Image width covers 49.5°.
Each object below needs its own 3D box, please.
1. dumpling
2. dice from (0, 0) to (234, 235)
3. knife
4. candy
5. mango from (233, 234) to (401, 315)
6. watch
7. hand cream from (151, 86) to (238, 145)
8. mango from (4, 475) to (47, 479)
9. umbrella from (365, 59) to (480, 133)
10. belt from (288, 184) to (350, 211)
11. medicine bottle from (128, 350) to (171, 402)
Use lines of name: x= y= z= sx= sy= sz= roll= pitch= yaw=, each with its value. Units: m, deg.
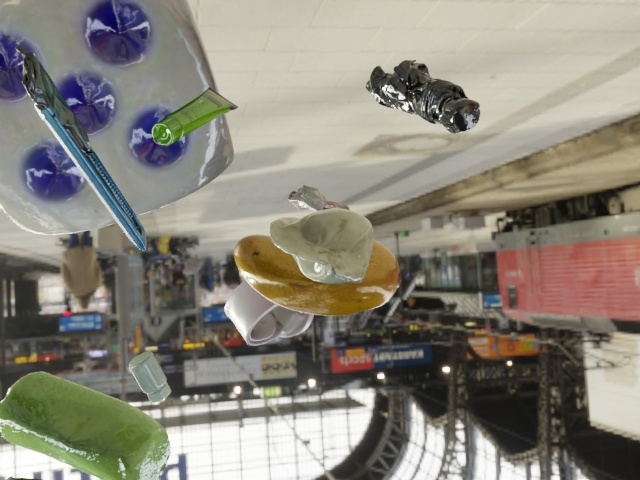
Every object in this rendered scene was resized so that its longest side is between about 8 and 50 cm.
dumpling: x=-0.002 y=0.002 z=0.996 sx=0.155 sy=0.111 sz=0.181 roll=18 pitch=168 yaw=-18
dice: x=-0.303 y=-0.199 z=0.913 sx=0.304 sy=0.304 sz=0.277 roll=-21 pitch=-157 yaw=-9
knife: x=-0.236 y=-0.079 z=0.724 sx=0.026 sy=0.044 sz=0.297 roll=-19 pitch=146 yaw=-2
candy: x=-0.452 y=0.363 z=1.325 sx=0.343 sy=0.132 sz=0.142 roll=17 pitch=-148 yaw=19
mango: x=-0.007 y=0.058 z=1.220 sx=0.294 sy=0.120 sz=0.177 roll=2 pitch=-149 yaw=1
watch: x=-0.123 y=0.135 z=1.773 sx=0.244 sy=0.196 sz=0.231 roll=-49 pitch=152 yaw=18
hand cream: x=-0.119 y=-0.119 z=0.657 sx=0.036 sy=0.023 sz=0.122 roll=34 pitch=-148 yaw=2
mango: x=-0.420 y=0.463 z=1.102 sx=0.248 sy=0.151 sz=0.156 roll=26 pitch=-167 yaw=10
umbrella: x=0.125 y=-0.181 z=0.853 sx=0.080 sy=0.071 sz=0.224 roll=-3 pitch=-157 yaw=-17
belt: x=-0.002 y=-0.094 z=1.822 sx=0.053 sy=0.071 sz=0.232 roll=18 pitch=-174 yaw=-38
medicine bottle: x=-0.303 y=0.243 z=1.236 sx=0.047 sy=0.083 sz=0.047 roll=-21 pitch=-163 yaw=7
